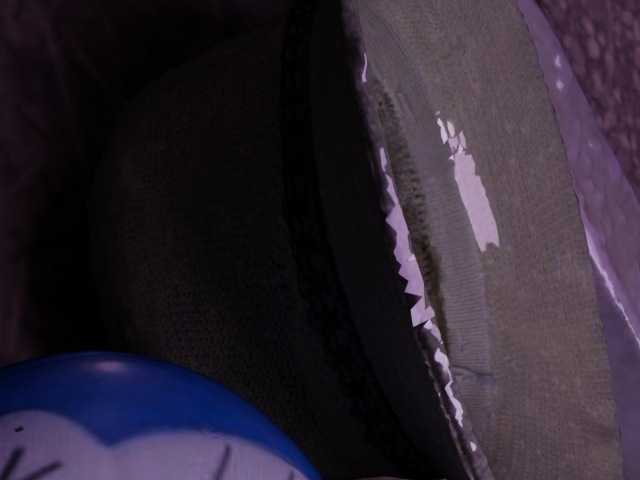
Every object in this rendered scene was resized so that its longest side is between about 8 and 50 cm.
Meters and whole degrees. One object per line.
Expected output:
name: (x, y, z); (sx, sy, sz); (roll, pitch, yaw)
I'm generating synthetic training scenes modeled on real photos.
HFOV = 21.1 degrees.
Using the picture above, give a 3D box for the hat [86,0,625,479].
hat: (0.000, 0.000, 0.541); (0.257, 0.130, 0.257); (-14, 90, -71)

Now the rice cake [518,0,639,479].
rice cake: (0.097, 0.015, 0.700); (0.399, 0.070, 0.064); (62, 38, -15)

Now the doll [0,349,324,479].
doll: (-0.043, 0.157, 0.437); (0.215, 0.161, 0.257); (-33, 102, -5)
